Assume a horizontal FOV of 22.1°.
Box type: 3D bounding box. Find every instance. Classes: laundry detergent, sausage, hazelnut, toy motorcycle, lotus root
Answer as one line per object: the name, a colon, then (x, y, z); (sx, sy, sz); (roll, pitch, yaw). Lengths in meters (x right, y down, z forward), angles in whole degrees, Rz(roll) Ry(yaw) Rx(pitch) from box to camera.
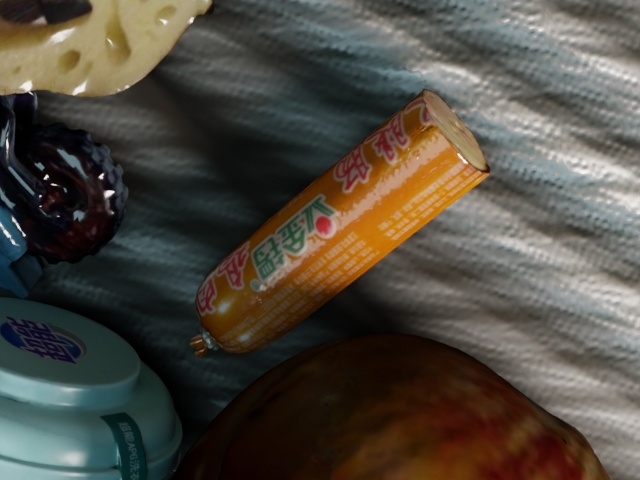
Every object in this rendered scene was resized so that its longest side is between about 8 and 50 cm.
laundry detergent: (-0.281, 0.223, 1.427); (0.287, 0.287, 0.305); (20, 106, 5)
sausage: (0.000, 0.000, 1.427); (0.312, 0.093, 0.093); (-39, 94, 16)
hazelnut: (0.059, 0.302, 1.360); (0.402, 0.402, 0.429); (-43, 89, 16)
toy motorcycle: (-0.368, -0.115, 1.442); (0.232, 0.172, 0.416); (-39, 104, 23)
lotus root: (-0.192, -0.265, 1.290); (0.111, 0.390, 0.375); (39, 152, 33)
